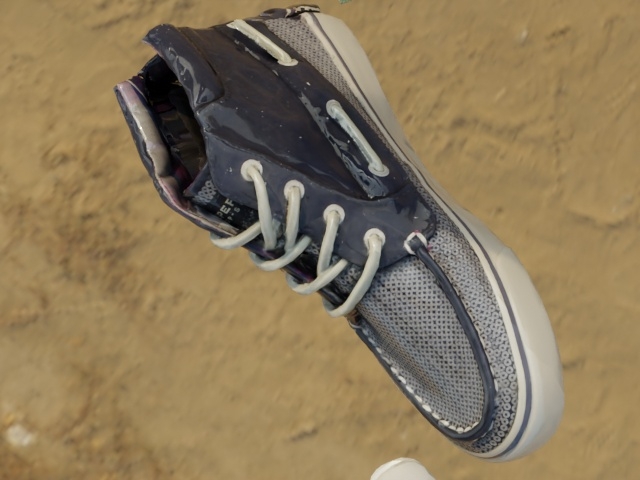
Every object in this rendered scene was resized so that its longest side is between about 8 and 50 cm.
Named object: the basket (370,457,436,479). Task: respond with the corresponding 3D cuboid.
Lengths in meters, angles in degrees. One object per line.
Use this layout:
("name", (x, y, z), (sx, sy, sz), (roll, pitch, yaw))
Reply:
("basket", (-0.040, 0.349, 0.983), (0.266, 0.328, 0.331), (51, 142, 10))

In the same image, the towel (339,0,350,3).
("towel", (0.023, -0.189, 0.833), (0.110, 0.027, 0.148), (48, 129, -9))

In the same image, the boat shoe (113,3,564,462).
("boat shoe", (0.000, 0.000, 1.079), (0.340, 0.158, 0.127), (56, 133, 26))
